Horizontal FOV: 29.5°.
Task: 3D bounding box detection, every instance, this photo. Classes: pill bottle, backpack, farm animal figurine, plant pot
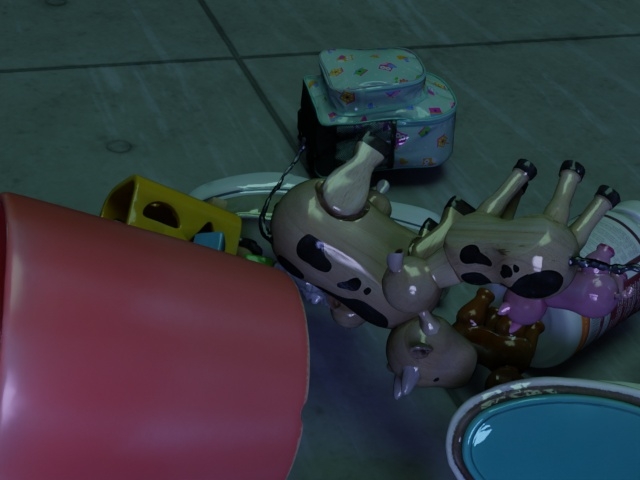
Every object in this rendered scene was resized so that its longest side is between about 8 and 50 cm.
[{"bbox_3d":[0.276,0.039,1.272,0.121,0.121,0.221,33,40,33],"label":"pill bottle"},{"bbox_3d":[0.077,-0.161,1.516,0.188,0.144,0.166,2,28,-13],"label":"backpack"},{"bbox_3d":[0.087,0.037,1.059,0.327,0.330,0.172,29,65,16],"label":"farm animal figurine"},{"bbox_3d":[-0.153,0.108,0.982,0.243,0.275,0.275,7,32,-20],"label":"plant pot"}]

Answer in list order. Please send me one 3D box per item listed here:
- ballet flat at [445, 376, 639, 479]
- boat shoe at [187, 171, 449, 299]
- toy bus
[{"bbox_3d":[0.289,0.180,1.083,0.400,0.139,0.139,5,34,-12],"label":"ballet flat"},{"bbox_3d":[0.000,0.000,1.293,0.302,0.109,0.094,6,36,-7],"label":"boat shoe"},{"bbox_3d":[-0.120,0.009,1.176,0.191,0.202,0.104,4,67,14],"label":"toy bus"}]
